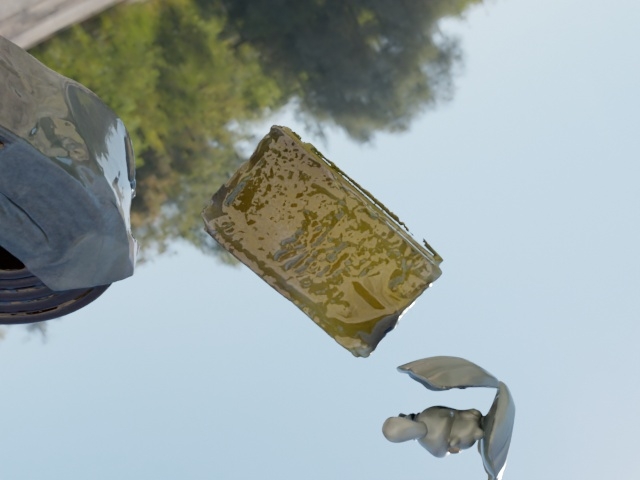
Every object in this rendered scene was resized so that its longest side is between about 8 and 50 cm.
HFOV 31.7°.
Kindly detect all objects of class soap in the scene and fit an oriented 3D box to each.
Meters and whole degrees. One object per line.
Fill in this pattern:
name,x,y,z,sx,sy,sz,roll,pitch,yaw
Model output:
soap,0.000,0.000,1.164,0.135,0.233,0.076,-49,177,12

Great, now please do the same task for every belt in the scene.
belt,-0.298,-0.061,0.871,0.217,0.339,0.122,-45,-146,27

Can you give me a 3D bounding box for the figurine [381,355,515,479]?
figurine,0.087,0.121,0.775,0.086,0.082,0.094,12,171,4
